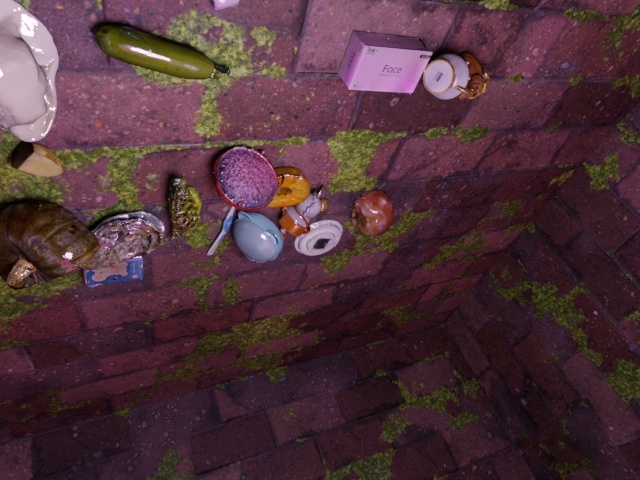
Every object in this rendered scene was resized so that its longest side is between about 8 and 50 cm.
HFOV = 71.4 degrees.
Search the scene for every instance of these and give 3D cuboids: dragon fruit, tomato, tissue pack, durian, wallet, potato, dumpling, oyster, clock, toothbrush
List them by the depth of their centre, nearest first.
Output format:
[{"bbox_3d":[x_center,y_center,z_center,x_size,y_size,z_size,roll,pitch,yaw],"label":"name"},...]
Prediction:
[{"bbox_3d":[-0.693,-0.381,0.965,0.242,0.187,0.318,-60,163,-20],"label":"dumpling"},{"bbox_3d":[-0.752,-0.218,1.198,0.096,0.066,0.103,-21,155,20],"label":"potato"},{"bbox_3d":[0.196,-0.536,1.356,0.247,0.092,0.148,-7,144,-26],"label":"tissue pack"},{"bbox_3d":[-0.264,-0.191,1.479,0.223,0.218,0.148,-49,-164,-32],"label":"dragon fruit"},{"bbox_3d":[-0.705,0.003,1.489,0.351,0.158,0.162,-16,104,-1],"label":"oyster"},{"bbox_3d":[-0.455,-0.112,1.490,0.107,0.132,0.375,5,144,-19],"label":"durian"},{"bbox_3d":[-0.762,0.102,1.643,0.202,0.059,0.141,-8,137,-28],"label":"wallet"},{"bbox_3d":[-0.362,-0.064,1.707,0.040,0.040,0.386,5,140,-38],"label":"toothbrush"},{"bbox_3d":[0.234,-0.100,1.941,0.181,0.155,0.214,-19,146,-16],"label":"tomato"},{"bbox_3d":[0.000,0.000,2.012,0.237,0.053,0.236,-18,148,-12],"label":"clock"}]

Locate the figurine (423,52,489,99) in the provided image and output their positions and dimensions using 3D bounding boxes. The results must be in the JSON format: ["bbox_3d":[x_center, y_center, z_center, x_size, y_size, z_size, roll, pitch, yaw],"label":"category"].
[{"bbox_3d":[0.441,-0.529,1.445,0.263,0.189,0.142,-21,157,-46],"label":"figurine"}]

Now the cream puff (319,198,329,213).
[{"bbox_3d":[-0.006,-0.134,1.812,0.083,0.058,0.083,6,138,-41],"label":"cream puff"}]

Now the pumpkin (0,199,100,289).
[{"bbox_3d":[-0.837,0.009,1.283,0.325,0.242,0.232,-17,119,22],"label":"pumpkin"}]

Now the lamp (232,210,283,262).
[{"bbox_3d":[-0.246,-0.002,1.724,0.147,0.209,0.284,-51,175,-14],"label":"lamp"}]

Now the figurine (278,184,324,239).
[{"bbox_3d":[-0.079,-0.115,1.737,0.143,0.143,0.271,6,122,-39],"label":"figurine"}]

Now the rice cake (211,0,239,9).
[{"bbox_3d":[-0.248,-0.658,0.928,0.073,0.056,0.365,-24,148,-6],"label":"rice cake"}]

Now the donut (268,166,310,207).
[{"bbox_3d":[-0.135,-0.197,1.629,0.190,0.074,0.174,-17,147,-2],"label":"donut"}]

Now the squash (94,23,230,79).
[{"bbox_3d":[-0.376,-0.454,1.103,0.332,0.087,0.087,3,137,-39],"label":"squash"}]
